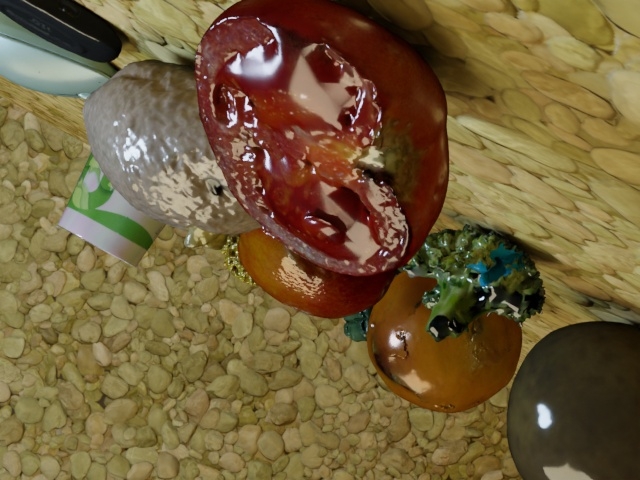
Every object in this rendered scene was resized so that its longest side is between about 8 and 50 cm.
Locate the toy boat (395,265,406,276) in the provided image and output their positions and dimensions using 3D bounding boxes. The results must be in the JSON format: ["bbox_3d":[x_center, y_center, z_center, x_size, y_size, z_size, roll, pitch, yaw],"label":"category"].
[{"bbox_3d":[0.117,0.040,1.957,0.080,0.046,0.229,25,173,39],"label":"toy boat"}]

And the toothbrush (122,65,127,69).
[{"bbox_3d":[-0.170,-0.180,1.513,0.307,0.029,0.025,33,-147,-25],"label":"toothbrush"}]

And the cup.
[{"bbox_3d":[-0.410,-0.101,2.108,0.253,0.274,0.253,29,174,3],"label":"cup"}]

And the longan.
[{"bbox_3d":[0.395,0.248,1.316,0.297,0.297,0.297,28,174,3],"label":"longan"}]

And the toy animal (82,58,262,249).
[{"bbox_3d":[-0.168,-0.108,1.236,0.358,0.188,0.227,22,146,38],"label":"toy animal"}]

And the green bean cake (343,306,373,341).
[{"bbox_3d":[0.152,0.128,2.144,0.208,0.194,0.107,6,163,-25],"label":"green bean cake"}]

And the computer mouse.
[{"bbox_3d":[-0.453,-0.286,1.585,0.288,0.097,0.159,29,172,2],"label":"computer mouse"}]

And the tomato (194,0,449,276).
[{"bbox_3d":[0.014,-0.097,0.778,0.200,0.139,0.233,16,134,36],"label":"tomato"}]

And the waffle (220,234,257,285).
[{"bbox_3d":[-0.106,-0.005,1.896,0.197,0.193,0.070,24,169,33],"label":"waffle"}]

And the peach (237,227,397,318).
[{"bbox_3d":[0.000,0.000,1.397,0.243,0.200,0.243,26,163,8],"label":"peach"}]

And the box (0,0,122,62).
[{"bbox_3d":[-0.365,-0.298,1.320,0.212,0.042,0.201,29,173,-14],"label":"box"}]

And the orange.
[{"bbox_3d":[0.197,0.153,1.576,0.246,0.246,0.246,28,174,3],"label":"orange"}]

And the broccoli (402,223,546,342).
[{"bbox_3d":[0.189,0.060,1.245,0.167,0.160,0.154,40,146,-6],"label":"broccoli"}]
